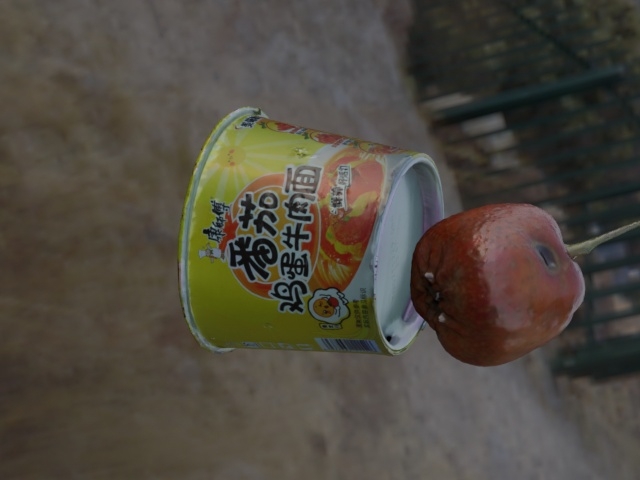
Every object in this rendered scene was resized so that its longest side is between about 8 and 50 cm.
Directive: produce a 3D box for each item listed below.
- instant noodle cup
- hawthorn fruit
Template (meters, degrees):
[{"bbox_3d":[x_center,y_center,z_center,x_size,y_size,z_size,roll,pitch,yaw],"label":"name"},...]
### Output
[{"bbox_3d":[0.000,0.000,1.654,0.264,0.200,0.264,7,90,-67],"label":"instant noodle cup"},{"bbox_3d":[0.224,0.013,1.590,0.165,0.285,0.165,55,-18,29],"label":"hawthorn fruit"}]
